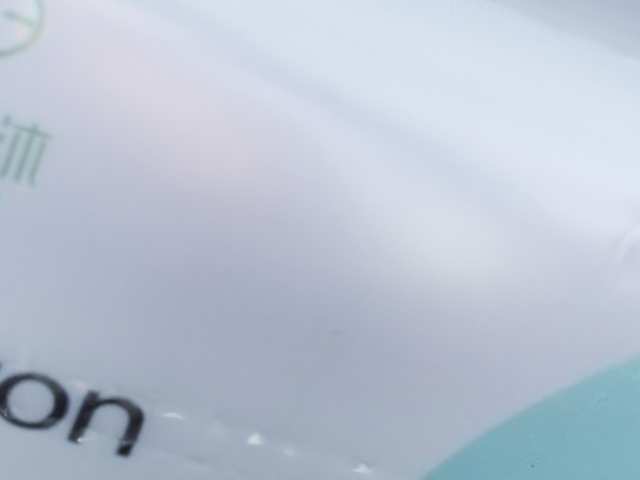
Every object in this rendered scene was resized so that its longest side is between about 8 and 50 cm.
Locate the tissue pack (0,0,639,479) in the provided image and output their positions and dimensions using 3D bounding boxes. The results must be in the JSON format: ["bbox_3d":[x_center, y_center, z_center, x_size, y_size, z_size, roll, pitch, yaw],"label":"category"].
[{"bbox_3d":[0.000,0.001,0.503,0.356,0.266,0.194,19,37,-12],"label":"tissue pack"}]
